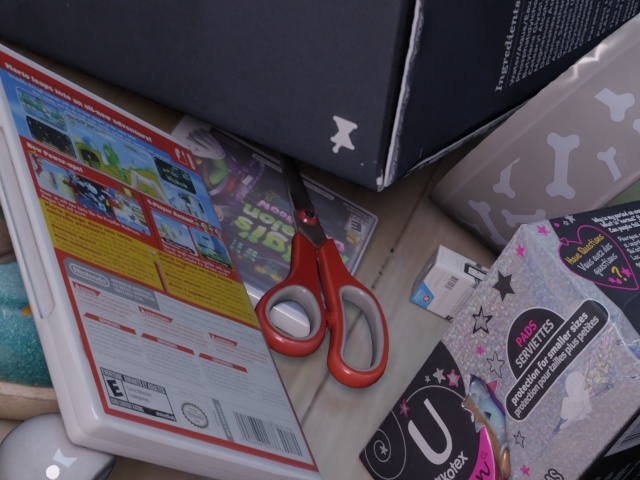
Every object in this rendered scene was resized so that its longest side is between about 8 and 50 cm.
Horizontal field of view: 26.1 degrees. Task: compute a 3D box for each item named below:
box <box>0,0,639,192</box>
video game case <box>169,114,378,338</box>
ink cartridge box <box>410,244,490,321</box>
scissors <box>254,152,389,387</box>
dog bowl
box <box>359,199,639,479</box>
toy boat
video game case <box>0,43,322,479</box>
[{"bbox_3d":[-0.002,-0.310,1.157,0.479,0.297,0.471,23,34,26],"label":"box"},{"bbox_3d":[-0.057,-0.015,1.120,0.190,0.022,0.173,30,38,-2],"label":"video game case"},{"bbox_3d":[0.123,0.045,1.153,0.083,0.048,0.028,27,38,-7],"label":"ink cartridge box"},{"bbox_3d":[0.000,0.000,1.112,0.109,0.021,0.297,16,38,-14],"label":"scissors"},{"bbox_3d":[0.259,-0.105,1.190,0.102,0.349,0.348,52,40,6],"label":"dog bowl"},{"bbox_3d":[0.165,0.107,0.947,0.163,0.247,0.142,-10,52,-41],"label":"box"},{"bbox_3d":[-0.183,0.064,0.844,0.267,0.148,0.318,9,42,-26],"label":"toy boat"},{"bbox_3d":[-0.110,0.017,0.846,0.204,0.025,0.285,27,32,-50],"label":"video game case"}]
